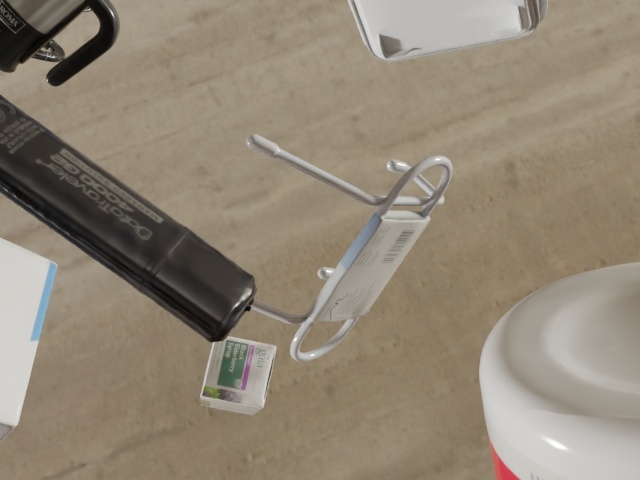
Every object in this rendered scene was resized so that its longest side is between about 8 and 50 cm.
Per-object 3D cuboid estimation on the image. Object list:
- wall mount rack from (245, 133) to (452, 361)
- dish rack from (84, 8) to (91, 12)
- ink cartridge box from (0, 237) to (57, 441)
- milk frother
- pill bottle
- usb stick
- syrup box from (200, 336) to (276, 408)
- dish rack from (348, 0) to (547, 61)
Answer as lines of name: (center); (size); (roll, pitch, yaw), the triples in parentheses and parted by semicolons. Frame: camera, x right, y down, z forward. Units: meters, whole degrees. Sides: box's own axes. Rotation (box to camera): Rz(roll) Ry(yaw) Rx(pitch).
wall mount rack: (0.000, 0.000, 1.029); (0.304, 0.130, 0.350); (0, -50, -50)
dish rack: (-0.299, -0.394, 1.022); (0.271, 0.074, 0.208); (-2, -16, 35)
ink cartridge box: (-0.427, 0.127, 0.799); (0.197, 0.198, 0.270); (28, -50, -28)
milk frother: (-0.274, -0.240, 0.805); (0.134, 0.143, 0.129); (-36, -50, 10)
pill bottle: (0.252, 0.238, 0.553); (0.229, 0.229, 0.408); (-17, -70, -8)
usb stick: (-0.173, -0.019, 0.639); (0.045, 0.278, 0.077); (-51, 5, 38)
syrup box: (-0.131, 0.213, 1.245); (0.096, 0.093, 0.237); (12, -16, -4)
dish rack: (0.197, -0.422, 1.339); (0.332, 0.072, 0.286); (-7, -42, 20)
